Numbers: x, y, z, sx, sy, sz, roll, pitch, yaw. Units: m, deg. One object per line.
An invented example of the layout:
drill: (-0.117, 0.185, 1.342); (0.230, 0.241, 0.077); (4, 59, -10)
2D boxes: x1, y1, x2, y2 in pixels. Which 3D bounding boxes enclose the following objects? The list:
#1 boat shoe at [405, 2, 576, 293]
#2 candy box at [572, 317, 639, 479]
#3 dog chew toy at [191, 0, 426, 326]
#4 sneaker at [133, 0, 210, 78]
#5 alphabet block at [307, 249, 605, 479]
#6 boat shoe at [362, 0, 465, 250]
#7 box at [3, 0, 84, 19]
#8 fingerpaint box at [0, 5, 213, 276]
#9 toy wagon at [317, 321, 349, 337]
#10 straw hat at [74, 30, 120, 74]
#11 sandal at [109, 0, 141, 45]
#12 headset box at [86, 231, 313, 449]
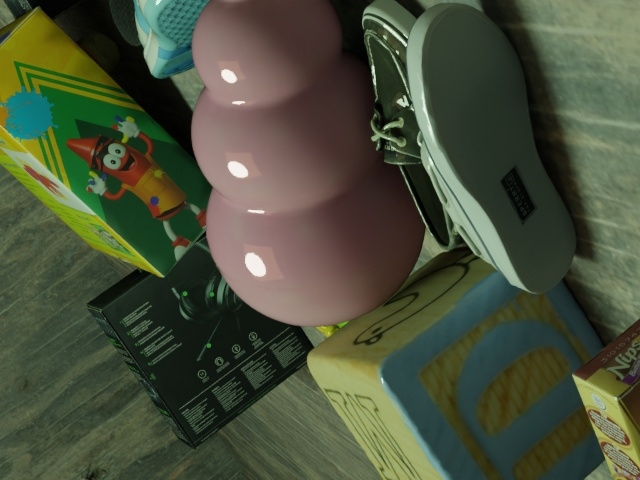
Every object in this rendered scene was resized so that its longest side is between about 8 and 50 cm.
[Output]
boat shoe: (0.112, -0.065, 0.906); (0.084, 0.095, 0.258); (25, 147, 51)
candy box: (0.263, 0.141, 0.879); (0.053, 0.109, 0.186); (28, 150, 57)
dog chew toy: (-0.021, -0.086, 1.077); (0.206, 0.206, 0.332); (34, 146, 50)
sneaker: (-0.152, -0.288, 1.167); (0.208, 0.127, 0.319); (64, 170, 4)
alphabet block: (0.134, 0.133, 1.084); (0.193, 0.192, 0.197); (58, 162, -8)
boat shoe: (0.082, -0.091, 0.979); (0.219, 0.070, 0.078); (61, 162, -22)
box: (-0.418, -0.389, 1.719); (0.156, 0.093, 0.158); (58, 164, -15)
fingerpaint box: (-0.369, -0.145, 1.782); (0.371, 0.163, 0.445); (45, 168, -19)
toy wagon: (0.000, 0.000, 1.399); (0.267, 0.068, 0.344); (42, 161, 35)
straw hat: (-0.329, -0.273, 1.761); (0.144, 0.061, 0.144); (43, 172, 7)
sandal: (-0.223, -0.310, 1.451); (0.067, 0.040, 0.179); (39, 145, 26)
headset box: (-0.192, 0.134, 1.878); (0.283, 0.246, 0.131); (57, 163, -12)
